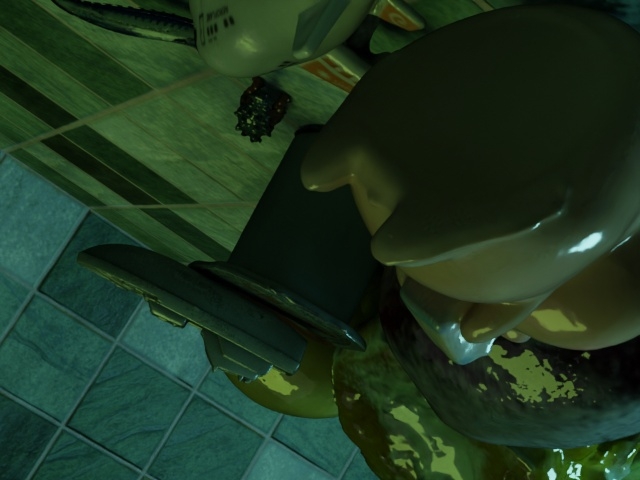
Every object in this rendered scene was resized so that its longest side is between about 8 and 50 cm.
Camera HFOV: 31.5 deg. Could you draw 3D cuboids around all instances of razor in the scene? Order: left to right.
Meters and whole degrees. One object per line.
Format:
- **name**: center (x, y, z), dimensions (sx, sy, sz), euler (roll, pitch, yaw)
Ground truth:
- **razor**: center (-0.178, -0.218, 1.092), dimensions (0.324, 0.056, 0.093), euler (26, 166, 23)

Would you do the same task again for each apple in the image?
- **apple**: center (-0.011, 0.108, 1.544), dimensions (0.262, 0.262, 0.262), euler (30, 169, 7)

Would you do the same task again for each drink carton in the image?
- **drink carton**: center (0.000, 0.000, 1.207), dimensions (0.185, 0.189, 0.191), euler (35, 168, -15)

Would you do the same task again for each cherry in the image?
- **cherry**: center (0.177, 0.063, 0.941), dimensions (0.296, 0.218, 0.255), euler (10, 151, 51)

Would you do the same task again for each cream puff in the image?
- **cream puff**: center (0.204, 0.168, 1.302), dimensions (0.378, 0.275, 0.378), euler (30, 140, 29)

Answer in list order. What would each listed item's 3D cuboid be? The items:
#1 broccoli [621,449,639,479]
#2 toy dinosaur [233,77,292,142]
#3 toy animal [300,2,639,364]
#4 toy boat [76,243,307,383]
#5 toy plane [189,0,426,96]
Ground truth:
- **broccoli**: center (0.342, 0.341, 1.671), dimensions (0.235, 0.260, 0.288), euler (23, -142, -26)
- **toy dinosaur**: center (-0.063, -0.132, 1.159), dimensions (0.049, 0.055, 0.154), euler (35, 171, 1)
- **toy animal**: center (0.139, -0.019, 0.695), dimensions (0.195, 0.213, 0.256), euler (42, 175, 37)
- **toy boat**: center (-0.140, 0.076, 1.193), dimensions (0.261, 0.085, 0.078), euler (28, 169, -2)
- **toy plane**: center (-0.027, -0.162, 0.776), dimensions (0.245, 0.117, 0.244), euler (29, 169, 6)
